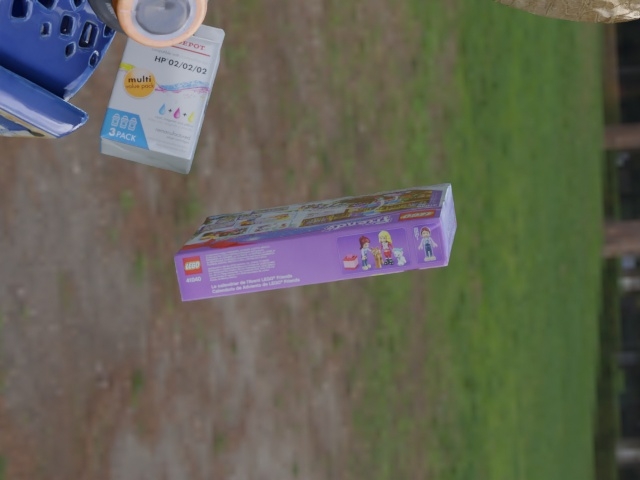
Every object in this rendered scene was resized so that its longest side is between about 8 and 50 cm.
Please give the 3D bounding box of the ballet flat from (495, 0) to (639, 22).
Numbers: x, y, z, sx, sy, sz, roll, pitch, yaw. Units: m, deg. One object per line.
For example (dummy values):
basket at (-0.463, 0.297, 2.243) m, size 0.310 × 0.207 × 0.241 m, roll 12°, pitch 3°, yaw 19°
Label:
ballet flat at (0.073, -0.237, 1.115) m, size 0.116 × 0.342 × 0.124 m, roll -64°, pitch -178°, yaw -17°

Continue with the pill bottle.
pill bottle at (-0.178, -0.285, 1.807) m, size 0.245 × 0.130 × 0.130 m, roll -115°, pitch -169°, yaw -52°

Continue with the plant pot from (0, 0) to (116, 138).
plant pot at (-0.378, -0.237, 2.034) m, size 0.236 × 0.236 × 0.212 m, roll 28°, pitch 69°, yaw -57°

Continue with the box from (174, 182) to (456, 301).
box at (0.000, 0.000, 2.031) m, size 0.201 × 0.293 × 0.057 m, roll -59°, pitch 140°, yaw -76°

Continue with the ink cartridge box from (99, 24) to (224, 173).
ink cartridge box at (-0.174, -0.177, 2.043) m, size 0.061 × 0.104 × 0.181 m, roll 111°, pitch -7°, yaw -73°
